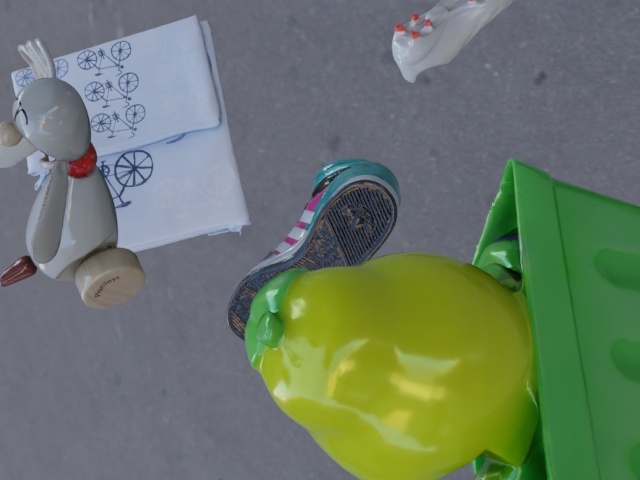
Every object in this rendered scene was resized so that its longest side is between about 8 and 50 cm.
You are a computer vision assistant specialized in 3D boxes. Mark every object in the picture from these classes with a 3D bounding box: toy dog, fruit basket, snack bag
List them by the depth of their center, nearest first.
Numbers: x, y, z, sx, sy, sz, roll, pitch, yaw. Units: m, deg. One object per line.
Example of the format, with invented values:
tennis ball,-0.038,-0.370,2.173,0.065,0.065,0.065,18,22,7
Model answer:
fruit basket,0.123,0.128,0.725,0.392,0.392,0.283,52,156,29
toy dog,-0.320,-0.042,1.076,0.220,0.161,0.334,46,156,45
snack bag,-0.290,-0.141,1.423,0.323,0.037,0.343,-14,79,7

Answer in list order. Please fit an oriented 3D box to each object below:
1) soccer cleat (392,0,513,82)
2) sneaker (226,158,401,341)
soccer cleat,0.170,-0.273,1.196,0.068,0.196,0.076,42,158,40
sneaker,0.000,0.000,1.224,0.124,0.178,0.295,43,117,-7
